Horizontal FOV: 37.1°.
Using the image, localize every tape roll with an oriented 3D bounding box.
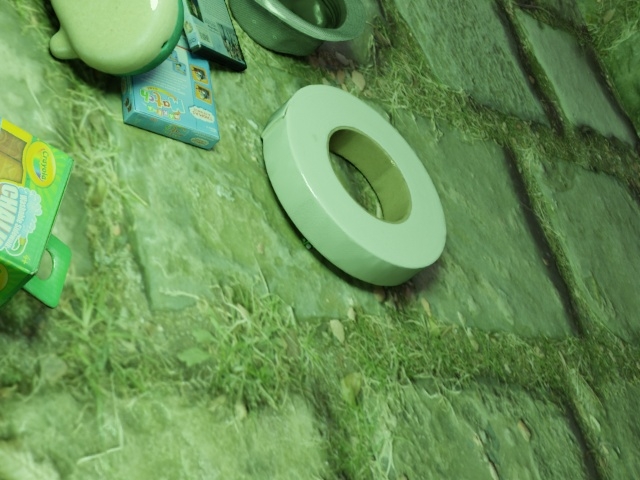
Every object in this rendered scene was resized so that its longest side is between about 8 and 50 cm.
[{"bbox_3d":[0.065,-0.102,1.692,0.392,0.072,0.392,30,40,-29],"label":"tape roll"}]

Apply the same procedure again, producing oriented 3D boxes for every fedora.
[{"bbox_3d":[-0.062,-0.434,1.780,0.275,0.124,0.244,27,42,-20],"label":"fedora"}]

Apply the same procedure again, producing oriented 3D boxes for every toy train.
[{"bbox_3d":[0.000,0.000,1.606,0.083,0.017,0.024,-11,81,-51],"label":"toy train"}]

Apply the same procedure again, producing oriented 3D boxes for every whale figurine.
[{"bbox_3d":[-0.321,-0.355,1.412,0.272,0.216,0.141,36,4,15],"label":"whale figurine"}]

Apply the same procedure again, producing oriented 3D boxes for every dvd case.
[{"bbox_3d":[-0.207,-0.419,1.625,0.180,0.022,0.253,4,65,-70],"label":"dvd case"}]

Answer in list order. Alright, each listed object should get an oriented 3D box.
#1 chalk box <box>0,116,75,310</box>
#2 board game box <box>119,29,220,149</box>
[{"bbox_3d":[-0.401,-0.026,1.056,0.289,0.179,0.180,30,44,-29],"label":"chalk box"},{"bbox_3d":[-0.245,-0.259,1.519,0.160,0.039,0.211,16,51,-40],"label":"board game box"}]
